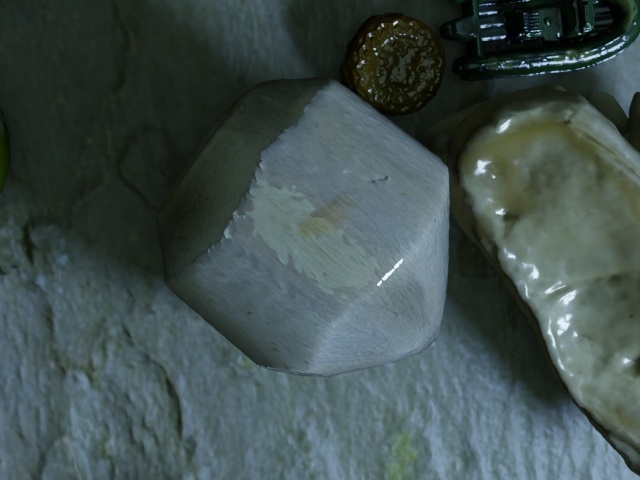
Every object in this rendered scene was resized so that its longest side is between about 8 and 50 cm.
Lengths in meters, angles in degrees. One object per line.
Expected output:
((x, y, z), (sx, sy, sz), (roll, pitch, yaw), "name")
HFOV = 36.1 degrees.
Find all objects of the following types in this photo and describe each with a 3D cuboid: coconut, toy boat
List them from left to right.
((0.000, 0.000, 0.845), (0.266, 0.237, 0.237), (39, 86, -13), "coconut")
((0.217, -0.215, 0.963), (0.210, 0.052, 0.104), (-7, 93, -10), "toy boat")

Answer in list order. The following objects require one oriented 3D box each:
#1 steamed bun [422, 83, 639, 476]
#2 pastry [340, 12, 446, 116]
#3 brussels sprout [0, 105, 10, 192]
((0.303, 0.004, 0.953), (0.247, 0.189, 0.428), (-33, 100, 22), "steamed bun")
((0.070, -0.167, 0.934), (0.109, 0.057, 0.097), (-14, 99, -9), "pastry")
((-0.350, -0.085, 0.812), (0.162, 0.144, 0.180), (-36, 98, -4), "brussels sprout")
